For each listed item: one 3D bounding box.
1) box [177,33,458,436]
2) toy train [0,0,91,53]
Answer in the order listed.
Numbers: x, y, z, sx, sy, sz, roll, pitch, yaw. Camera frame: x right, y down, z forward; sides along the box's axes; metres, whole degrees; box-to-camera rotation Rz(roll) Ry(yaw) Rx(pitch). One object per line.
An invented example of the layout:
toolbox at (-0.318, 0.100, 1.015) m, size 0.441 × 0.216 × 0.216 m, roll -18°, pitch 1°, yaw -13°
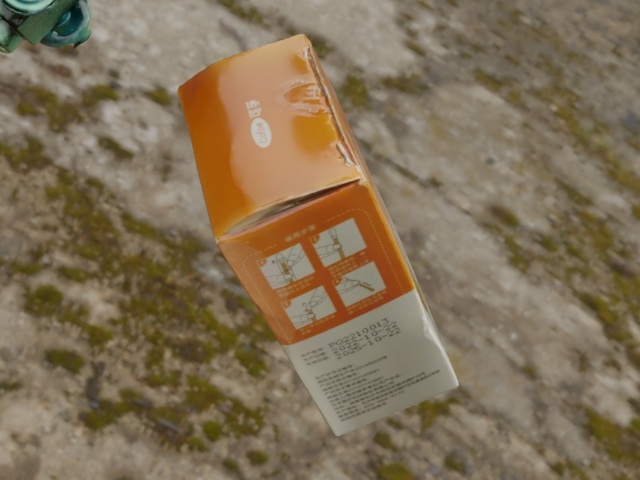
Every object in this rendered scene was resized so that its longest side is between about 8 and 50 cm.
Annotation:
box at (0.000, 0.000, 1.129) m, size 0.341 × 0.143 × 0.225 m, roll 61°, pitch 7°, yaw -46°
toy train at (-0.260, -0.334, 1.153) m, size 0.194 × 0.298 × 0.120 m, roll 41°, pitch -5°, yaw 10°
